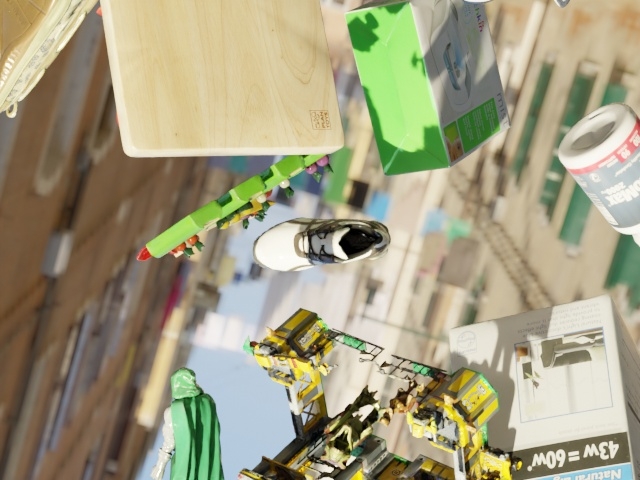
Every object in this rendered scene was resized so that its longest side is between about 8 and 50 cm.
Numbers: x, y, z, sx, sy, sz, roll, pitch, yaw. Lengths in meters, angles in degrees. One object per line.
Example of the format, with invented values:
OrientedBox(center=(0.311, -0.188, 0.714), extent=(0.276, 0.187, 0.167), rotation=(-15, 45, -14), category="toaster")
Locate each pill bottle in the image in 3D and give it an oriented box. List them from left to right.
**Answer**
OrientedBox(center=(0.385, -0.071, 1.894), extent=(0.180, 0.108, 0.108), rotation=(48, 177, -22), category="pill bottle")

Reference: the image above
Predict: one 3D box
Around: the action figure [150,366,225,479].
OrientedBox(center=(-0.150, 0.261, 1.765), extent=(0.063, 0.232, 0.137), rotation=(-1, -179, 33), category="action figure")

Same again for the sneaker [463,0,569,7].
OrientedBox(center=(0.246, -0.331, 1.910), extent=(0.099, 0.153, 0.282), rotation=(16, -134, 23), category="sneaker")

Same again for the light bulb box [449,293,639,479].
OrientedBox(center=(0.334, 0.324, 1.980), extent=(0.225, 0.361, 0.358), rotation=(-14, 142, 19), category="light bulb box")

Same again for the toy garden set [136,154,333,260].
OrientedBox(center=(-0.102, -0.029, 1.802), extent=(0.244, 0.049, 0.204), rotation=(-33, -178, -38), category="toy garden set")

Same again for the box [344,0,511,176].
OrientedBox(center=(0.169, -0.260, 2.374), extent=(0.126, 0.262, 0.231), rotation=(-5, -164, 35), category="box")

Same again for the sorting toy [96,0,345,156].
OrientedBox(center=(-0.124, -0.208, 1.674), extent=(0.255, 0.257, 0.089), rotation=(-3, 166, -31), category="sorting toy")

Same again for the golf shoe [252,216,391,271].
OrientedBox(center=(0.000, 0.000, 2.161), extent=(0.198, 0.077, 0.094), rotation=(-9, 178, 0), category="golf shoe")

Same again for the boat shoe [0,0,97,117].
OrientedBox(center=(-0.343, -0.216, 1.747), extent=(0.089, 0.285, 0.105), rotation=(-7, -115, -49), category="boat shoe")

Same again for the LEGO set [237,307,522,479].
OrientedBox(center=(0.028, 0.237, 1.632), extent=(0.331, 0.255, 0.192), rotation=(25, -135, 29), category="LEGO set")
